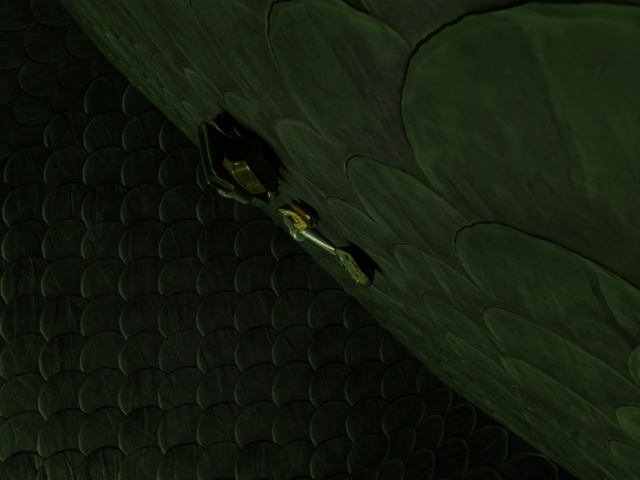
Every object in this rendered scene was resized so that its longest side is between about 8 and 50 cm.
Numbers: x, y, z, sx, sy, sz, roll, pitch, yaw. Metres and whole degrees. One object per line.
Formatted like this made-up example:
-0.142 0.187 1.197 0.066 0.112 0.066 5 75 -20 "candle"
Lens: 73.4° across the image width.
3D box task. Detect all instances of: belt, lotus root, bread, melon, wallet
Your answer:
-0.361 -0.421 1.622 0.071 0.053 0.232 45 174 0 "belt"
0.145 0.088 1.681 0.204 0.078 0.183 27 150 57 "lotus root"
-0.071 -0.119 1.769 0.136 0.054 0.154 41 168 16 "bread"
-0.098 -0.114 1.925 0.128 0.079 0.160 6 144 50 "melon"
-0.313 -0.260 1.593 0.360 0.083 0.251 27 -135 -60 "wallet"

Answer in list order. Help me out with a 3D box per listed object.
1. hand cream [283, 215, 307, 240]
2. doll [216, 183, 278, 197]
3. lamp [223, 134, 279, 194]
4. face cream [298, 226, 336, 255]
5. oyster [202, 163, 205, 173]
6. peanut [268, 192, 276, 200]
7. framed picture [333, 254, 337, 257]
-0.139 -0.087 2.336 0.147 0.093 0.306 50 -179 -27 "hand cream"
-0.298 -0.220 1.800 0.286 0.091 0.202 10 -151 -25 "doll"
-0.232 -0.255 1.456 0.161 0.161 0.185 40 174 32 "lamp"
0.000 0.000 2.121 0.244 0.058 0.092 36 167 13 "face cream"
-0.435 -0.343 1.829 0.133 0.197 0.337 29 -176 -22 "oyster"
-0.271 -0.234 2.139 0.104 0.085 0.228 36 174 -11 "peanut"
0.018 0.015 2.287 0.136 0.010 0.201 40 172 38 "framed picture"
